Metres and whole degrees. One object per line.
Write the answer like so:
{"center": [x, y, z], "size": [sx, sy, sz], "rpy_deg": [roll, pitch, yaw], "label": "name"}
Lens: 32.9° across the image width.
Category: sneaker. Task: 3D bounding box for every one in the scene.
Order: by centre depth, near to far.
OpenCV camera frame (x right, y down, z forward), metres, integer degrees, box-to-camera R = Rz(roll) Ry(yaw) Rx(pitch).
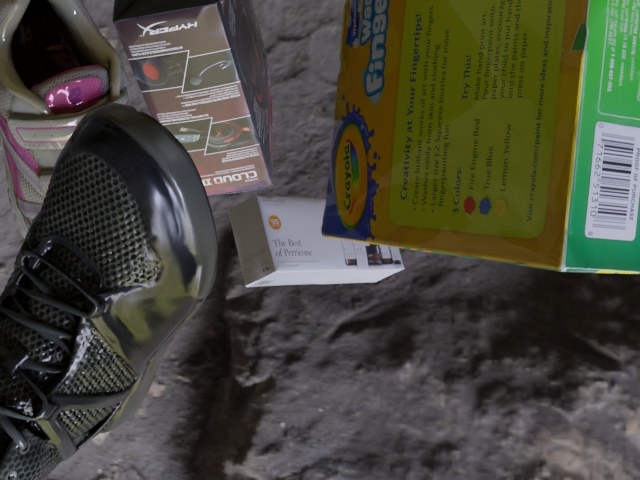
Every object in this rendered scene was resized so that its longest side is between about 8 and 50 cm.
{"center": [-0.124, 0.044, 0.497], "size": [0.087, 0.227, 0.130], "rpy_deg": [39, 45, 8], "label": "sneaker"}
{"center": [-0.177, -0.075, 0.750], "size": [0.103, 0.111, 0.252], "rpy_deg": [-29, 101, -22], "label": "sneaker"}

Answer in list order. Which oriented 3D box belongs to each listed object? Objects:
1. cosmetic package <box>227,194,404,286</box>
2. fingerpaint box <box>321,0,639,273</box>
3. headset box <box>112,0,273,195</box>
{"center": [0.000, 0.000, 1.339], "size": [0.239, 0.060, 0.099], "rpy_deg": [0, 69, -48], "label": "cosmetic package"}
{"center": [0.180, -0.204, 1.039], "size": [0.163, 0.371, 0.445], "rpy_deg": [4, 92, -32], "label": "fingerpaint box"}
{"center": [-0.128, -0.205, 1.197], "size": [0.110, 0.293, 0.218], "rpy_deg": [-9, 51, 6], "label": "headset box"}
